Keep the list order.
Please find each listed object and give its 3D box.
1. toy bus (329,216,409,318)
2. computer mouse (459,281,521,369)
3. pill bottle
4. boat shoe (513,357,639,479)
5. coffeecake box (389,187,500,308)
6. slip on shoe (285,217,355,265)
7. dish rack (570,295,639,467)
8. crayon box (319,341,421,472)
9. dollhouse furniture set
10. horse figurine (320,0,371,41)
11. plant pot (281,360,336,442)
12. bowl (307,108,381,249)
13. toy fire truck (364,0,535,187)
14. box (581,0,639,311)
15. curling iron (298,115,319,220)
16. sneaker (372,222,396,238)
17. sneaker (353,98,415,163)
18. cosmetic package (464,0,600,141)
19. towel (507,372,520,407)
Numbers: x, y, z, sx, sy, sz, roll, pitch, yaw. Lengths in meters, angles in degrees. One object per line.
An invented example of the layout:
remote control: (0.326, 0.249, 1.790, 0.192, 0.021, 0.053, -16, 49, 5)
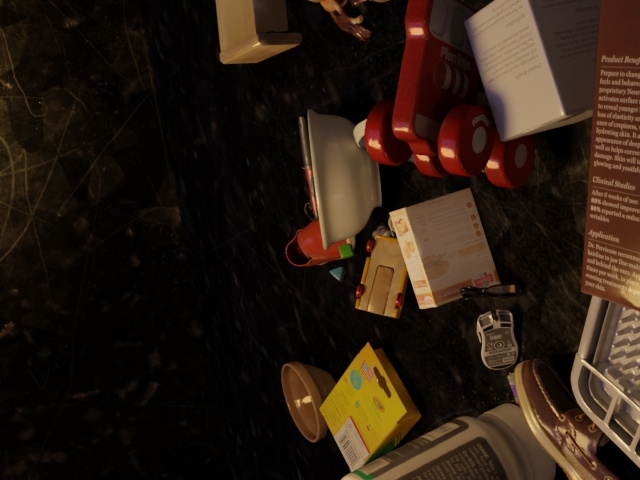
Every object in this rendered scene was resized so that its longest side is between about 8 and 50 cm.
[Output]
toy bus: (0.143, 0.069, 1.879, 0.190, 0.202, 0.104, 60, -174, 12)
computer mouse: (0.312, 0.152, 1.589, 0.042, 0.106, 0.192, -97, -4, -57)
pill bottle: (0.233, 0.446, 1.600, 0.204, 0.361, 0.204, 51, 154, 38)
boat shoe: (0.438, 0.322, 1.409, 0.123, 0.123, 0.341, -46, 54, 32)
coffeecake box: (0.226, 0.014, 1.602, 0.068, 0.142, 0.185, -19, 89, 68)
slip on shoe: (0.000, 0.000, 2.176, 0.331, 0.101, 0.123, -34, 73, 65)
dish rack: (0.486, 0.179, 1.213, 0.285, 0.072, 0.332, 49, 149, 45)
crayon box: (0.126, 0.408, 2.152, 0.202, 0.081, 0.318, 61, 142, 28)
dollhouse furniture set: (0.045, -0.420, 1.357, 0.362, 0.395, 0.256, -175, 78, -65)
horse figurine: (0.043, -0.525, 1.736, 0.174, 0.066, 0.263, 31, 132, 50)
plant pot: (-0.015, 0.449, 2.526, 0.237, 0.110, 0.237, 49, 147, 46)
bowl: (0.054, -0.134, 1.845, 0.298, 0.134, 0.297, -7, -90, -88)
toy fire truck: (0.213, -0.220, 1.318, 0.169, 0.302, 0.253, 13, 94, 40)
box: (0.418, -0.106, 0.996, 0.191, 0.143, 0.381, 25, 120, 59)
curling iron: (-0.033, -0.176, 2.205, 0.068, 0.035, 0.273, 28, 132, 59)
sneaker: (0.135, 0.003, 1.952, 0.069, 0.038, 0.098, 55, 142, 40)
sneaker: (0.171, -0.185, 1.611, 0.148, 0.131, 0.350, 65, 162, -1)
cosmetic package: (0.316, -0.249, 1.188, 0.151, 0.152, 0.183, -17, 90, 68)
towel: (0.375, 0.287, 1.631, 0.060, 0.010, 0.083, -11, 96, 68)
